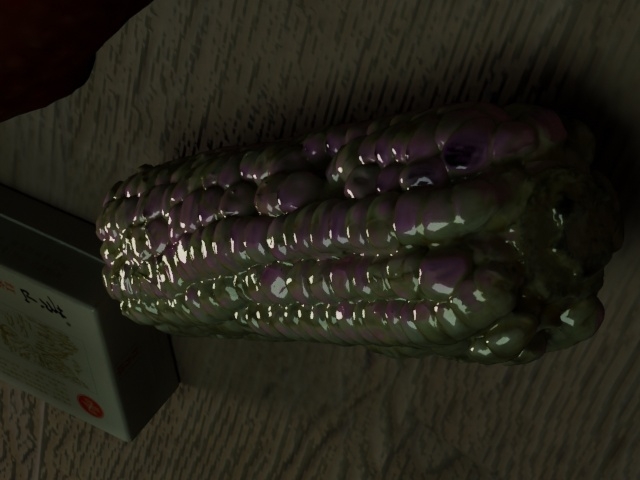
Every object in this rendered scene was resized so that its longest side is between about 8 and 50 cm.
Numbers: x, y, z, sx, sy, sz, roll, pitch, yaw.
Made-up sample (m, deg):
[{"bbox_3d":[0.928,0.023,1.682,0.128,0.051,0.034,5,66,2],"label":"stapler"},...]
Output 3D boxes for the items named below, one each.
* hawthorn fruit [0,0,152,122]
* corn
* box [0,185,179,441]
[{"bbox_3d":[-0.166,-0.185,0.767,0.275,0.275,0.300,16,142,33],"label":"hawthorn fruit"},{"bbox_3d":[0.001,-0.002,0.954,0.335,0.126,0.127,-1,130,48],"label":"corn"},{"bbox_3d":[-0.195,0.034,1.251,0.201,0.058,0.141,22,144,27],"label":"box"}]
